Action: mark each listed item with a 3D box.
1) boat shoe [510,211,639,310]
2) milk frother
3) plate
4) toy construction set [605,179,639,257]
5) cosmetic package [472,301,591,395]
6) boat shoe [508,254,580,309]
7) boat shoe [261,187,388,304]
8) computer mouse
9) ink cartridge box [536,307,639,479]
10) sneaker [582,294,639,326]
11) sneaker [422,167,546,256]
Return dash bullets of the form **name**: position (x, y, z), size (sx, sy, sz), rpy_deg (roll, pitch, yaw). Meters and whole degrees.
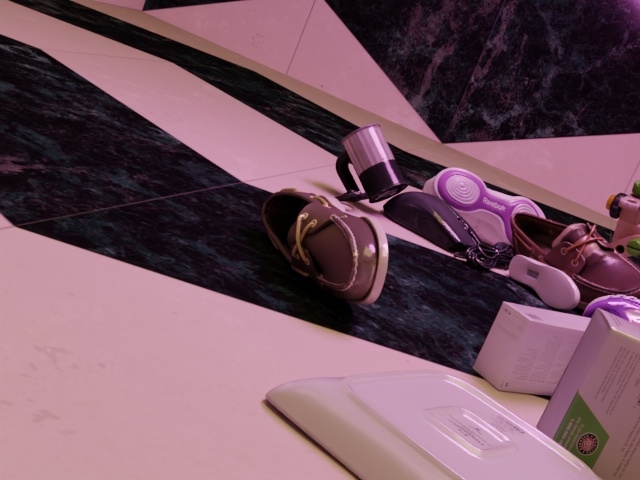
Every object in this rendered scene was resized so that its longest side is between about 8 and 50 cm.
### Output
- **boat shoe**: position (0.472, 0.028, 1.769), size (0.342, 0.123, 0.123), rpy_deg (37, -25, 57)
- **milk frother**: position (0.076, -0.139, 1.827), size (0.134, 0.129, 0.143), rpy_deg (65, 19, 11)
- **plate**: position (0.132, 0.192, 0.884), size (0.277, 0.045, 0.278), rpy_deg (32, 16, 36)
- **toy construction set**: position (0.731, -0.001, 2.019), size (0.309, 0.237, 0.257), rpy_deg (-3, 20, -27)
- **cosmetic package**: position (0.311, 0.147, 1.224), size (0.239, 0.098, 0.060), rpy_deg (13, 14, -36)
- **boat shoe**: position (0.416, 0.079, 1.728), size (0.063, 0.066, 0.184), rpy_deg (13, 7, -29)
- **boat shoe**: position (0.000, 0.000, 1.264), size (0.097, 0.116, 0.324), rpy_deg (13, 12, -19)
- **computer mouse**: position (0.247, -0.033, 1.849), size (0.272, 0.072, 0.188), rpy_deg (30, 16, 27)
- **ink cartridge box**: position (0.363, 0.192, 1.001), size (0.220, 0.160, 0.092), rpy_deg (24, 13, 2)
- **sneaker**: position (0.526, 0.167, 1.507), size (0.236, 0.095, 0.104), rpy_deg (28, 22, 17)
- **sneaker**: position (0.349, -0.053, 1.995), size (0.305, 0.114, 0.152), rpy_deg (32, -14, -12)
